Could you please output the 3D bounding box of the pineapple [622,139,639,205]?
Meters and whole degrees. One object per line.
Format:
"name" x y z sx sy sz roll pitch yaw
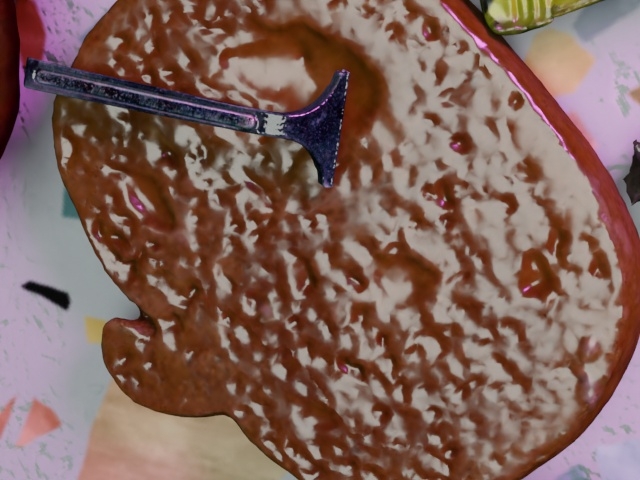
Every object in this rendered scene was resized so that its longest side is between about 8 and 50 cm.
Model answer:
"pineapple" 0.261 -0.043 0.642 0.197 0.108 0.108 -3 100 21

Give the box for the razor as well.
"razor" -0.081 -0.079 0.681 0.190 0.033 0.066 13 103 13

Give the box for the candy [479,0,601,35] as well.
"candy" 0.198 -0.197 0.631 0.246 0.069 0.149 -9 101 -3

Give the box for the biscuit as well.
"biscuit" 0.000 0.000 0.722 0.314 0.063 0.367 -41 89 20

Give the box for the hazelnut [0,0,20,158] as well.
"hazelnut" -0.277 -0.114 0.691 0.229 0.229 0.229 2 101 12
